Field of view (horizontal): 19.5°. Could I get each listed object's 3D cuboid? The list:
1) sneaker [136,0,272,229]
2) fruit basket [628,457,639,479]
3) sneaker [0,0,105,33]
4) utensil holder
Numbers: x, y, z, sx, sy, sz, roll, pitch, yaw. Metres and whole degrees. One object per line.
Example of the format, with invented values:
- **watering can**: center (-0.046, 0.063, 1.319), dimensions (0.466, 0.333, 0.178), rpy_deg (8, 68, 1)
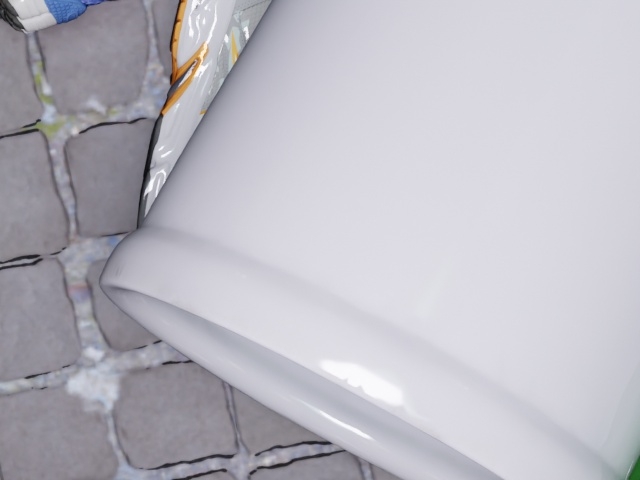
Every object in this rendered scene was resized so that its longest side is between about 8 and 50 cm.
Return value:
- **sneaker**: center (-0.051, -0.071, 1.237), dimensions (0.121, 0.099, 0.262), rpy_deg (12, 95, -6)
- **fruit basket**: center (0.359, 0.100, 1.119), dimensions (0.283, 0.392, 0.392), rpy_deg (33, 93, -3)
- **sneaker**: center (-0.183, -0.309, 1.216), dimensions (0.147, 0.130, 0.330), rpy_deg (-17, 97, -14)
- **utensil holder**: center (0.101, -0.061, 1.100), dimensions (0.327, 0.327, 0.385), rpy_deg (28, 79, -3)
